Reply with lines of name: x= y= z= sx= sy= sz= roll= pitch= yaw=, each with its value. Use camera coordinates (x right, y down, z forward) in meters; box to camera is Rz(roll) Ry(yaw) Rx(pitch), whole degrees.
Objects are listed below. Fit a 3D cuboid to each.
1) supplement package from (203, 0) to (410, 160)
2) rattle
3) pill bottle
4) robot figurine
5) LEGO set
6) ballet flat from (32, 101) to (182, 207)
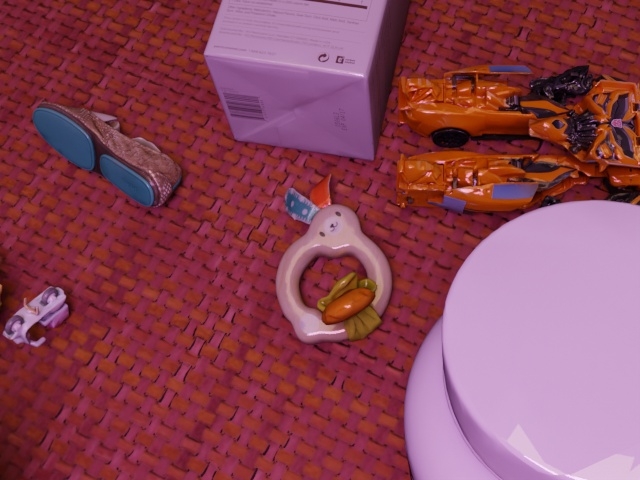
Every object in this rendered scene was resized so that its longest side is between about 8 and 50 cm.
supplement package: x=0.003 y=-0.269 z=0.947 sx=0.175 sy=0.177 sz=0.293 roll=10 pitch=67 yaw=10
rattle: x=0.000 y=0.000 z=0.856 sx=0.130 sy=0.142 sz=0.200 roll=-11 pitch=71 yaw=21
pill bottle: x=0.178 y=0.161 z=0.600 sx=0.228 sy=0.408 sz=0.229 roll=-5 pitch=55 yaw=7
robot figurine: x=0.229 y=-0.107 z=0.904 sx=0.290 sy=0.085 sz=0.211 roll=0 pitch=67 yaw=6
LEGO set: x=-0.418 y=0.045 z=0.917 sx=0.287 sy=0.107 sz=0.132 roll=34 pitch=39 yaw=23
ballet flat: x=-0.246 y=-0.108 z=0.974 sx=0.206 sy=0.073 sz=0.067 roll=35 pitch=47 yaw=16
